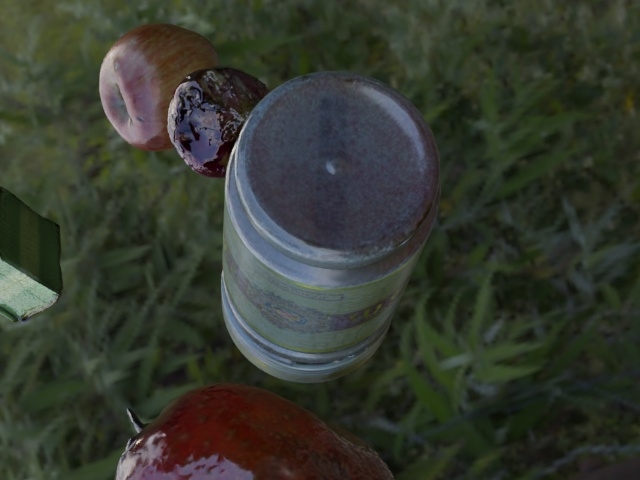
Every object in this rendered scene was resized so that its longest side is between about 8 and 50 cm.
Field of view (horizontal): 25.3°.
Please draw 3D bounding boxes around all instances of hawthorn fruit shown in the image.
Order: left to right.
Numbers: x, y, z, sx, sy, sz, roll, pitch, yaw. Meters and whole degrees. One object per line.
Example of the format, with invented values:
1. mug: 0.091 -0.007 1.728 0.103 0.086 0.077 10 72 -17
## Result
1. hawthorn fruit: -0.082 0.238 1.319 0.300 0.254 0.254 41 152 36

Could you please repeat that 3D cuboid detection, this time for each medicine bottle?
1. medicine bottle: 0.000 0.000 1.099 0.322 0.151 0.151 102 149 -70

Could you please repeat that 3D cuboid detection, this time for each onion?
1. onion: -0.092 -0.112 1.332 0.097 0.107 0.107 -168 61 -73

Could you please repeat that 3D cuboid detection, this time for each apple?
1. apple: -0.185 -0.184 1.678 0.146 0.131 0.146 38 146 32

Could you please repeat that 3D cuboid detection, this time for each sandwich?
1. sandwich: -0.248 -0.001 1.215 0.074 0.074 0.116 -31 34 42
